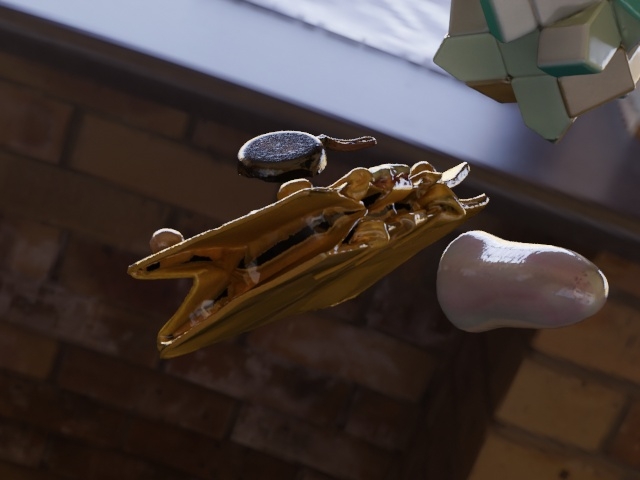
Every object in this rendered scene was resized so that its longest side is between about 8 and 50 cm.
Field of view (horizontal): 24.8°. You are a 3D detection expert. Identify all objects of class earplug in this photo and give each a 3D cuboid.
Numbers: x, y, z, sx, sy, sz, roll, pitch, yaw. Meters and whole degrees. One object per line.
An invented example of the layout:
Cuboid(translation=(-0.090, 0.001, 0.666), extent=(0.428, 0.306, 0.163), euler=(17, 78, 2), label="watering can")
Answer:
Cuboid(translation=(0.345, 0.072, 2.344), extent=(0.172, 0.172, 0.301), euler=(3, -1, -34), label="earplug")

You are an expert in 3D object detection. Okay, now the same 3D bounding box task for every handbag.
Cuboid(translation=(0.000, 0.000, 1.634), extent=(0.401, 0.283, 0.133), euler=(-13, 80, -58), label="handbag")

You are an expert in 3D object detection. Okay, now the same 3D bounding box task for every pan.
Cuboid(translation=(-0.010, -0.117, 1.847), extent=(0.212, 0.040, 0.115), euler=(-18, 29, -35), label="pan")

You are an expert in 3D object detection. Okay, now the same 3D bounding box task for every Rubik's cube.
Cuboid(translation=(0.271, -0.239, 1.648), extent=(0.265, 0.224, 0.213), euler=(6, 37, 32), label="Rubik's cube")
